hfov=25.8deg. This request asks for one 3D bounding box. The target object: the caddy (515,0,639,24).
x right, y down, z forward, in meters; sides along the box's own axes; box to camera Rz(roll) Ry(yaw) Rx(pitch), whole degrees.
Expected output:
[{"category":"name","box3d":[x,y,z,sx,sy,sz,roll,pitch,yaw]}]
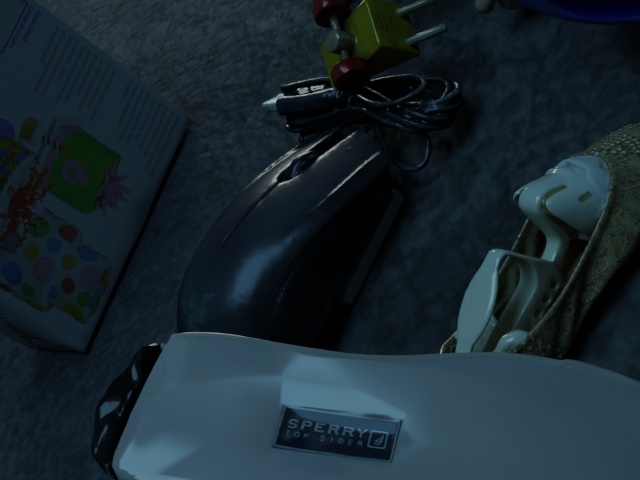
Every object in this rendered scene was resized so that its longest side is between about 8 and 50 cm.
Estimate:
[{"category":"caddy","box3d":[0.213,-0.280,0.794,0.341,0.241,0.179,-40,31,20]}]

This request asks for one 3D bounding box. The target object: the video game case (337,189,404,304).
[{"category":"video game case","box3d":[0.000,0.000,0.999,0.122,0.011,0.087,7,65,52]}]

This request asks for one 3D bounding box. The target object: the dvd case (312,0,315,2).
[{"category":"dvd case","box3d":[-0.006,-0.313,1.201,0.221,0.018,0.164,-113,28,-53]}]

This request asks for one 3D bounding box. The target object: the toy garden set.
[{"category":"toy garden set","box3d":[0.081,-0.220,1.001,0.244,0.049,0.203,-19,63,6]}]

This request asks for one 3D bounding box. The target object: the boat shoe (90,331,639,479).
[{"category":"boat shoe","box3d":[0.061,0.139,0.721,0.341,0.158,0.127,11,61,23]}]

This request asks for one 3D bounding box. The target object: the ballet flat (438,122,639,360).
[{"category":"ballet flat","box3d":[0.128,0.010,0.785,0.073,0.067,0.206,10,68,53]}]

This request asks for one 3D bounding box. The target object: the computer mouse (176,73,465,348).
[{"category":"computer mouse","box3d":[-0.029,-0.014,0.969,0.188,0.072,0.272,6,64,51]}]

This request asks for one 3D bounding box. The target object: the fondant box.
[{"category":"fondant box","box3d":[-0.292,-0.086,1.139,0.096,0.330,0.238,-6,56,50]}]
